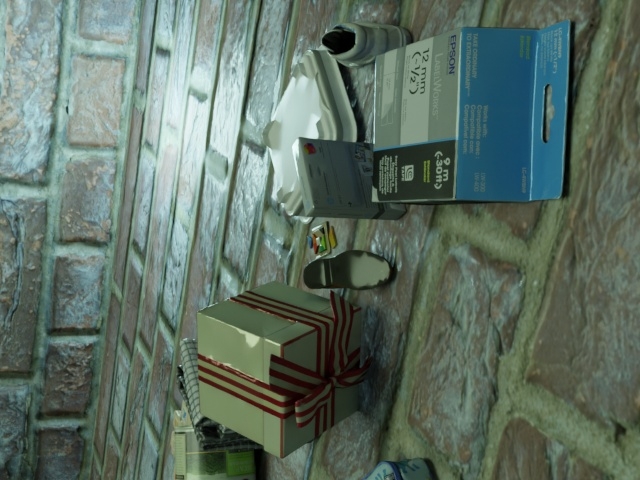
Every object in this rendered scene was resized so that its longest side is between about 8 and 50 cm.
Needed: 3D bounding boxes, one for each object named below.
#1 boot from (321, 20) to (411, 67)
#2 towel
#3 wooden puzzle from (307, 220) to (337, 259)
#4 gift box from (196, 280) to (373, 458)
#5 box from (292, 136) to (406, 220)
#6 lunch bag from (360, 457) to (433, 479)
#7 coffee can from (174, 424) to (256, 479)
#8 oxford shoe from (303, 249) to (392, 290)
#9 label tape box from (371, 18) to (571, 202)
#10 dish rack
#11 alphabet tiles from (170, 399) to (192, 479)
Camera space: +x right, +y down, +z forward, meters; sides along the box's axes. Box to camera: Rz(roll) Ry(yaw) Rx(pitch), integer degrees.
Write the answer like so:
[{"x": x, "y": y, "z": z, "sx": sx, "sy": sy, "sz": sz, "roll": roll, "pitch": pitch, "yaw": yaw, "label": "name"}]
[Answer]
[{"x": 0.054, "y": -0.376, "z": 1.510, "sx": 0.258, "sy": 0.123, "sz": 0.095, "roll": 20, "pitch": 106, "yaw": 62, "label": "boot"}, {"x": -0.157, "y": 0.328, "z": 1.700, "sx": 0.235, "sy": 0.283, "sz": 0.121, "roll": 62, "pitch": 141, "yaw": 46, "label": "towel"}, {"x": 0.000, "y": 0.000, "z": 1.710, "sx": 0.116, "sy": 0.014, "sz": 0.079, "roll": -39, "pitch": 54, "yaw": 56, "label": "wooden puzzle"}, {"x": -0.071, "y": 0.217, "z": 1.487, "sx": 0.258, "sy": 0.255, "sz": 0.277, "roll": 17, "pitch": 119, "yaw": 36, "label": "gift box"}, {"x": 0.051, "y": -0.109, "z": 1.429, "sx": 0.038, "sy": 0.186, "sz": 0.145, "roll": -47, "pitch": 49, "yaw": 52, "label": "box"}, {"x": 0.124, "y": 0.478, "z": 1.357, "sx": 0.219, "sy": 0.090, "sz": 0.176, "roll": -54, "pitch": 46, "yaw": 49, "label": "lunch bag"}, {"x": -0.255, "y": 0.588, "z": 1.960, "sx": 0.201, "sy": 0.201, "sz": 0.276, "roll": -25, "pitch": 66, "yaw": 60, "label": "coffee can"}, {"x": 0.065, "y": 0.059, "z": 1.529, "sx": 0.212, "sy": 0.076, "sz": 0.076, "roll": -4, "pitch": 82, "yaw": 47, "label": "oxford shoe"}, {"x": 0.210, "y": -0.181, "z": 1.206, "sx": 0.347, "sy": 0.115, "sz": 0.249, "roll": -177, "pitch": 89, "yaw": -64, "label": "label tape box"}, {"x": -0.039, "y": -0.225, "z": 1.719, "sx": 0.333, "sy": 0.072, "sz": 0.286, "roll": 125, "pitch": 137, "yaw": -51, "label": "dish rack"}, {"x": -0.365, "y": 0.600, "z": 2.235, "sx": 0.284, "sy": 0.021, "sz": 0.278, "roll": 39, "pitch": 124, "yaw": 56, "label": "alphabet tiles"}]
